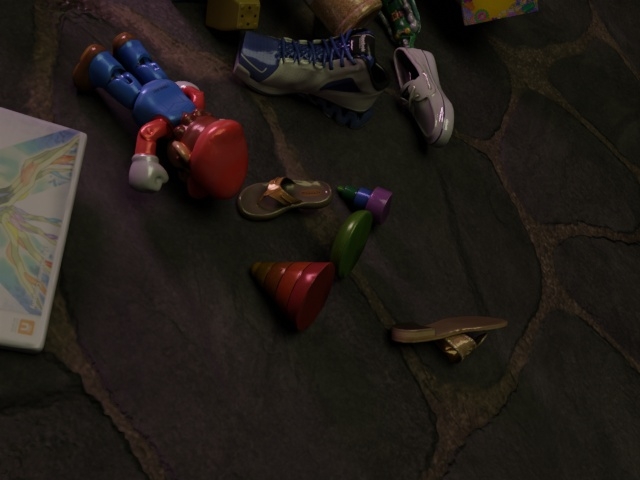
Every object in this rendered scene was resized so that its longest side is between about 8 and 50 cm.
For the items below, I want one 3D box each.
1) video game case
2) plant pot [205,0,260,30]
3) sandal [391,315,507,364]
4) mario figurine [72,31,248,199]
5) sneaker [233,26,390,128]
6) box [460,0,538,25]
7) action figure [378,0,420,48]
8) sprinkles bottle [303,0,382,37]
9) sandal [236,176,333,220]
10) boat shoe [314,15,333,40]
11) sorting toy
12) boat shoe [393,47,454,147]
[{"bbox_3d":[-0.483,-0.038,0.937,0.300,0.036,0.328,16,64,-27],"label":"video game case"},{"bbox_3d":[-0.158,-0.435,1.361,0.081,0.081,0.083,-16,37,-39],"label":"plant pot"},{"bbox_3d":[0.232,0.187,1.310,0.240,0.088,0.079,-1,96,-27],"label":"sandal"},{"bbox_3d":[-0.254,-0.176,1.171,0.198,0.170,0.320,-45,81,-6],"label":"mario figurine"},{"bbox_3d":[0.007,-0.346,1.377,0.316,0.182,0.127,18,54,-25],"label":"sneaker"},{"bbox_3d":[0.417,-0.712,1.742,0.279,0.177,0.289,-68,146,-56],"label":"box"},{"bbox_3d":[0.170,-0.537,1.653,0.063,0.137,0.232,-14,82,-50],"label":"action figure"},{"bbox_3d":[-0.031,-0.560,1.417,0.355,0.121,0.121,51,48,0],"label":"sprinkles bottle"},{"bbox_3d":[-0.059,-0.082,1.254,0.180,0.049,0.072,-9,62,-21],"label":"sandal"},{"bbox_3d":[0.068,-0.551,1.589,0.103,0.118,0.320,27,56,-28],"label":"boat shoe"},{"bbox_3d":[0.000,0.000,1.249,0.126,0.127,0.365,23,43,16],"label":"sorting toy"},{"bbox_3d":[0.215,-0.317,1.562,0.088,0.096,0.267,8,59,-26],"label":"boat shoe"}]
